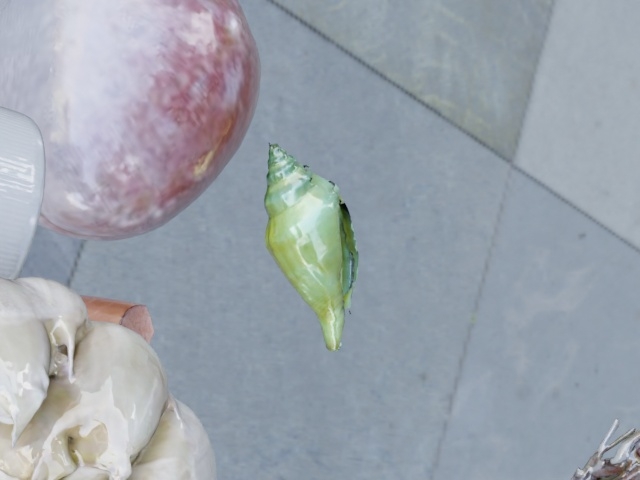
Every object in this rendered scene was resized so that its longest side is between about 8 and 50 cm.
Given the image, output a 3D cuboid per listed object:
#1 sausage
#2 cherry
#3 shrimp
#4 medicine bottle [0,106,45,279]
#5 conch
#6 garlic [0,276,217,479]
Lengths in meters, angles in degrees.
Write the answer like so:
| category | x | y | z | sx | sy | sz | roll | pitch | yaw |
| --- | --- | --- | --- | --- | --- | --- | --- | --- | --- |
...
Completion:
| category | x | y | z | sx | sy | sz | roll | pitch | yaw |
| --- | --- | --- | --- | --- | --- | --- | --- | --- | --- |
| sausage | -0.261 | 0.089 | 1.220 | 0.065 | 0.169 | 0.065 | -15 | 107 | -60 |
| cherry | -0.240 | -0.163 | 1.251 | 0.335 | 0.326 | 0.291 | -60 | 157 | -20 |
| shrimp | 0.170 | 0.132 | 0.617 | 0.057 | 0.165 | 0.065 | 19 | 34 | -17 |
| medicine bottle | -0.399 | -0.056 | 0.865 | 0.340 | 0.208 | 0.208 | 16 | 78 | -33 |
| conch | -0.004 | -0.001 | 1.076 | 0.095 | 0.080 | 0.200 | -53 | 135 | -39 |
| garlic | -0.165 | 0.147 | 0.796 | 0.185 | 0.203 | 0.281 | -14 | 97 | -28 |
